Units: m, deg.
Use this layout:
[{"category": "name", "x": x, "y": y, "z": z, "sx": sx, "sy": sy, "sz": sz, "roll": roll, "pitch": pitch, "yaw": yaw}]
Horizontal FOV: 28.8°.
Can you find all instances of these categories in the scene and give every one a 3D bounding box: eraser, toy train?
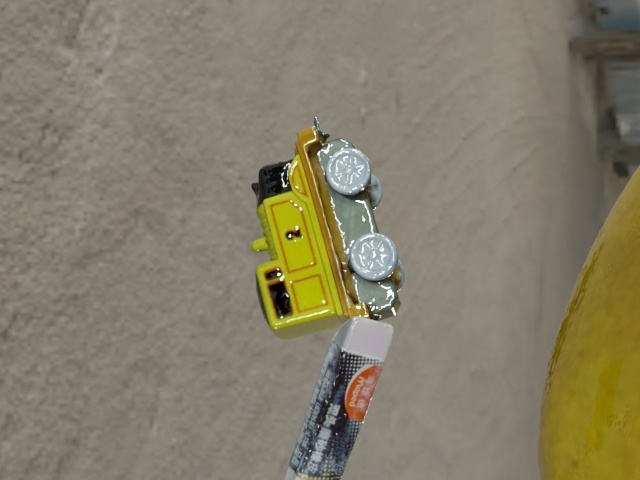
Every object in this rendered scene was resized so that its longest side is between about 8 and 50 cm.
[{"category": "eraser", "x": 0.008, "y": 0.084, "z": 0.608, "sx": 0.019, "sy": 0.027, "sz": 0.099, "roll": 32, "pitch": -76, "yaw": 64}, {"category": "toy train", "x": 0.000, "y": 0.000, "z": 1.078, "sx": 0.089, "sy": 0.127, "sz": 0.219, "roll": 60, "pitch": 14, "yaw": -75}]

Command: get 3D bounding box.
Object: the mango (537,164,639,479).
[{"category": "mango", "x": 0.278, "y": 0.025, "z": 0.557, "sx": 0.220, "sy": 0.445, "sz": 0.301, "roll": 16, "pitch": 35, "yaw": -42}]
